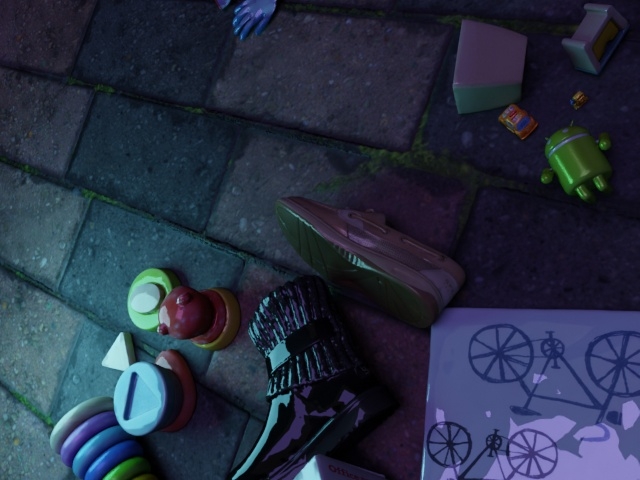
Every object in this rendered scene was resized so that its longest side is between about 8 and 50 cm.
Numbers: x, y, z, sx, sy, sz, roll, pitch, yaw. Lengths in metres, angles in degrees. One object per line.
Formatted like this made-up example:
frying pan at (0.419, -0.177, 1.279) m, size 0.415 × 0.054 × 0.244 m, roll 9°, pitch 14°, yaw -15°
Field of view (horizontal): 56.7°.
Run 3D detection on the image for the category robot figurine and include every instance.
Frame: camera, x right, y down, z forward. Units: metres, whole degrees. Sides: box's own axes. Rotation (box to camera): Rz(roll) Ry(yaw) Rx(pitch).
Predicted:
robot figurine at (0.357, -0.109, 0.823) m, size 0.101 × 0.067 × 0.115 m, roll -35°, pitch 63°, yaw 33°

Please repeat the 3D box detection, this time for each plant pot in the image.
plant pot at (0.260, -0.259, 0.899) m, size 0.096 × 0.109 × 0.109 m, roll 7°, pitch 82°, yaw 18°

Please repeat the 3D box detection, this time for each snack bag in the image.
snack bag at (0.289, 0.249, 0.765) m, size 0.323 × 0.037 × 0.343 m, roll -2°, pitch 65°, yaw 29°

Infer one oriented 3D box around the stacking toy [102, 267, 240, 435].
stacking toy at (-0.331, 0.192, 1.124) m, size 0.279 × 0.130 × 0.309 m, roll 27°, pitch 93°, yaw 32°

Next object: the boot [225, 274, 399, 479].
boot at (-0.066, 0.250, 0.955) m, size 0.348 × 0.131 × 0.260 m, roll -42°, pitch 64°, yaw 10°

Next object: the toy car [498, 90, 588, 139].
toy car at (0.325, -0.201, 0.879) m, size 0.122 × 0.040 × 0.060 m, roll -31°, pitch 65°, yaw 22°

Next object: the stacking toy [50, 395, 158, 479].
stacking toy at (-0.354, 0.449, 1.094) m, size 0.330 × 0.141 × 0.141 m, roll 41°, pitch 101°, yaw 23°

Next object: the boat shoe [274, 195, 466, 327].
boat shoe at (0.068, 0.012, 0.953) m, size 0.341 × 0.122 × 0.110 m, roll 33°, pitch 59°, yaw 29°

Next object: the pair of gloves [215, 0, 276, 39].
pair of gloves at (-0.145, -0.521, 1.241) m, size 0.159 × 0.023 × 0.198 m, roll -39°, pitch 63°, yaw 16°

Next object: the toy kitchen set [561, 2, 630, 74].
toy kitchen set at (0.469, -0.284, 0.791) m, size 0.166 × 0.122 × 0.207 m, roll -59°, pitch 38°, yaw 7°

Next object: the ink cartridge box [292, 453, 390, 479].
ink cartridge box at (0.047, 0.406, 0.785) m, size 0.086 × 0.148 × 0.203 m, roll -52°, pitch 27°, yaw 17°
